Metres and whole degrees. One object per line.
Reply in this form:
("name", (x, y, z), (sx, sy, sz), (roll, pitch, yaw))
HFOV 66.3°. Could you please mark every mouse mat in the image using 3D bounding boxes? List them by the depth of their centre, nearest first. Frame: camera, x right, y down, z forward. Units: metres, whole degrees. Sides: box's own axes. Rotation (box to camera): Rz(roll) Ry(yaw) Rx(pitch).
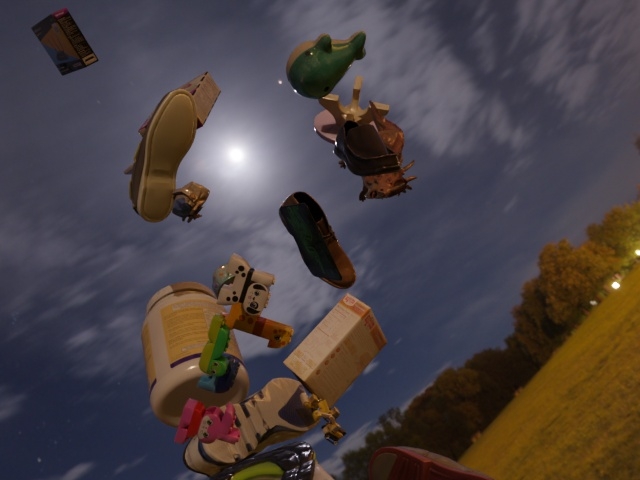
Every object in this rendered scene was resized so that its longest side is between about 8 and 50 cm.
("mouse mat", (-0.024, 0.005, 1.096), (0.007, 0.190, 0.152), (-30, 13, -23))

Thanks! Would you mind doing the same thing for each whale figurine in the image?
("whale figurine", (0.032, -0.534, 1.503), (0.272, 0.141, 0.216), (-26, -22, -7))

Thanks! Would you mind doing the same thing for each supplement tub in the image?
("supplement tub", (-0.341, 0.292, 1.297), (0.241, 0.331, 0.241), (-13, -50, -16))

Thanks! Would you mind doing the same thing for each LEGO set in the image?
("LEGO set", (-0.087, 0.130, 0.584), (0.087, 0.093, 0.227), (-86, 14, -80))

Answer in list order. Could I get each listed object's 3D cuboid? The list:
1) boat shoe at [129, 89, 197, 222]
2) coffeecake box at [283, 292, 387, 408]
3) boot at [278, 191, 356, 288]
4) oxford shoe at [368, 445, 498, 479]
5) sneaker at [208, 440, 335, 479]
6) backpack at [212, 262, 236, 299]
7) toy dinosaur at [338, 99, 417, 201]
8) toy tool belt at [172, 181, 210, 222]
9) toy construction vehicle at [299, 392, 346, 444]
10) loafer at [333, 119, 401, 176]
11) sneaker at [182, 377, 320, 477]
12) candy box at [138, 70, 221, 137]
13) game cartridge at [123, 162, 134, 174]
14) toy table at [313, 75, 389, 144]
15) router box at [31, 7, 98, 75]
("boat shoe", (-0.365, -0.197, 1.111), (0.109, 0.091, 0.305), (6, -72, -46))
("coffeecake box", (0.035, 0.220, 0.971), (0.185, 0.068, 0.142), (-45, -43, -16))
("boot", (0.000, 0.000, 1.339), (0.112, 0.305, 0.115), (-36, -3, -28))
("oxford shoe", (0.257, 0.430, 0.815), (0.130, 0.348, 0.123), (17, -91, -52))
("sneaker", (0.009, 0.198, 0.246), (0.111, 0.121, 0.300), (-25, 0, -16))
("backpack", (-0.384, 0.182, 2.138), (0.165, 0.144, 0.188), (-20, -37, -24))
("toy dinosaur", (0.161, -0.213, 1.236), (0.127, 0.200, 0.296), (25, -109, -39))
("toy tool belt", (-0.203, -0.052, 0.743), (0.052, 0.051, 0.083), (24, -29, -30))
("toy construction vehicle", (0.010, 0.303, 0.854), (0.035, 0.086, 0.098), (-41, -62, 4))
("loafer", (0.078, -0.178, 0.919), (0.080, 0.220, 0.078), (-11, -63, -20))
("sneaker", (-0.164, 0.399, 1.028), (0.182, 0.127, 0.315), (-40, -23, 30))
("candy box", (-0.366, -0.346, 1.297), (0.159, 0.233, 0.071), (-22, -57, 18))
("game cartridge", (-0.623, -0.249, 1.659), (0.083, 0.017, 0.056), (-32, -3, 15))
("toy table", (0.112, -0.455, 1.795), (0.274, 0.252, 0.161), (1, -27, 0))
("router box", (-0.652, -0.500, 1.248), (0.046, 0.179, 0.133), (-44, -56, -30))
